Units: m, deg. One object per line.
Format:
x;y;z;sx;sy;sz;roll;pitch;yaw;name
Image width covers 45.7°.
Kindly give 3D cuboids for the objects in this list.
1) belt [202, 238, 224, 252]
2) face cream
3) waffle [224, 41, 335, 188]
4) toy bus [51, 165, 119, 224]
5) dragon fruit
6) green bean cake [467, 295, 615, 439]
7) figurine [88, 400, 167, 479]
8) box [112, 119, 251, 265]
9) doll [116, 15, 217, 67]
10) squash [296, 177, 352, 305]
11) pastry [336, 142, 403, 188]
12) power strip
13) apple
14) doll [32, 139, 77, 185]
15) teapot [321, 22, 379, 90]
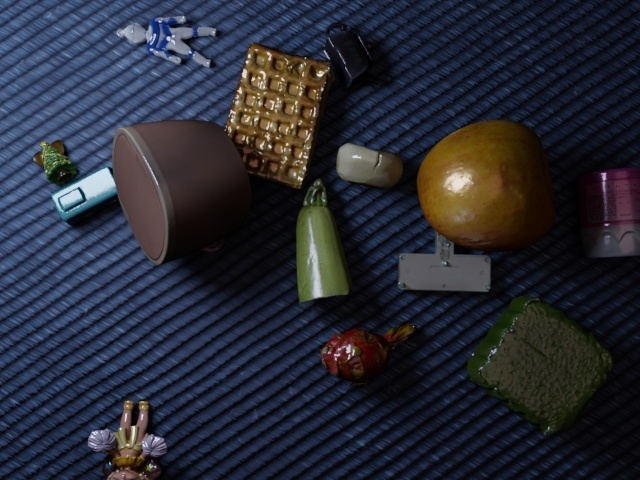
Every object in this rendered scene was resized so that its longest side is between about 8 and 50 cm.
-0.332;-0.034;1.774;0.232;0.053;0.071;21;85;-1;belt
0.673;-0.058;1.714;0.175;0.175;0.195;-3;86;0;face cream
-0.101;-0.288;1.766;0.213;0.091;0.308;15;89;0;waffle
-0.537;-0.104;1.756;0.160;0.092;0.079;-27;87;-1;toy bus
0.120;0.246;1.737;0.246;0.125;0.125;-25;118;-20;dragon fruit
0.491;0.278;1.709;0.250;0.156;0.247;36;87;1;green bean cake
-0.430;0.487;1.721;0.175;0.116;0.240;3;82;-2;figurine
-0.299;-0.119;1.642;0.216;0.301;0.301;-21;87;-30;box
-0.364;-0.479;1.792;0.227;0.057;0.114;10;94;-9;doll
-0.005;0.006;1.758;0.137;0.137;0.287;-9;73;0;squash
0.110;-0.169;1.730;0.156;0.156;0.092;8;91;0;pastry
0.288;0.046;1.766;0.216;0.061;0.145;1;89;-1;power strip
0.365;-0.112;1.664;0.275;0.299;0.299;-19;88;23;apple
-0.625;-0.191;1.767;0.078;0.076;0.113;-35;88;-7;doll
0.077;-0.433;1.776;0.096;0.087;0.177;-30;88;-10;teapot
